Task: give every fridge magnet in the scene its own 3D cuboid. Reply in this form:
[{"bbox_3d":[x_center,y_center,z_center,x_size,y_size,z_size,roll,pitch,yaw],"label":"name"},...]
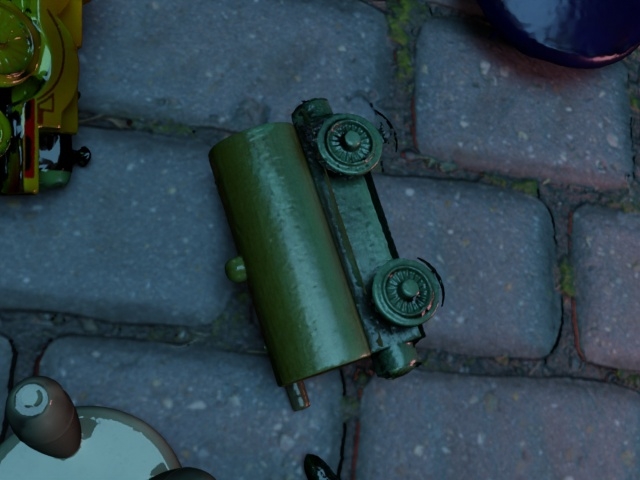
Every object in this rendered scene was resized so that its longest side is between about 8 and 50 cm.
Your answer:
[{"bbox_3d":[0.306,-0.335,0.869,0.266,0.112,0.265,3,74,-12],"label":"fridge magnet"}]

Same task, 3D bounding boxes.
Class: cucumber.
[{"bbox_3d":[0.026,0.266,0.675,0.032,0.032,0.133,-39,88,-20],"label":"cucumber"}]

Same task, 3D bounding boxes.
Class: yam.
[{"bbox_3d":[-0.037,0.120,0.707,0.021,0.021,0.116,-16,81,-17],"label":"yam"}]

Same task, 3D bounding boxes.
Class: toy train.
[{"bbox_3d":[-0.295,-0.181,0.657,0.161,0.100,0.296,1,91,-48],"label":"toy train"},{"bbox_3d":[0.001,-0.002,0.684,0.189,0.126,0.307,-12,77,-25],"label":"toy train"}]

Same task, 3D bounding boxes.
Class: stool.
[{"bbox_3d":[-0.203,0.229,0.543,0.195,0.198,0.195,32,71,-2],"label":"stool"}]
